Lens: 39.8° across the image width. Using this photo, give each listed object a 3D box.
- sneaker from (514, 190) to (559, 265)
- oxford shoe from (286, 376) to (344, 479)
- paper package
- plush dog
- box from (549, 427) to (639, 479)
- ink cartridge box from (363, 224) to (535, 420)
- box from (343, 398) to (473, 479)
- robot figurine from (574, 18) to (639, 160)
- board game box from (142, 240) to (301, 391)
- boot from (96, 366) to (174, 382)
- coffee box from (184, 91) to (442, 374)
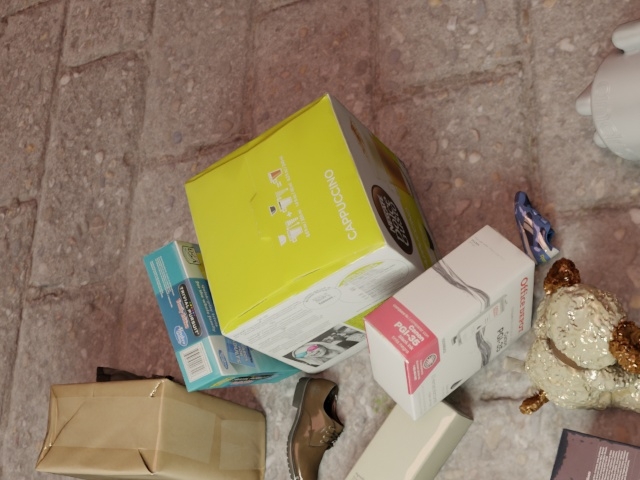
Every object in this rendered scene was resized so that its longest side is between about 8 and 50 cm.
[{"bbox_3d":[0.392,-0.026,1.609,0.059,0.053,0.144,-21,70,23],"label":"sneaker"},{"bbox_3d":[-0.007,0.370,1.665,0.096,0.083,0.227,-2,71,25],"label":"oxford shoe"},{"bbox_3d":[-0.316,0.385,1.694,0.309,0.325,0.168,-8,66,29],"label":"paper package"},{"bbox_3d":[0.404,0.158,1.384,0.210,0.225,0.262,-24,50,-23],"label":"plush dog"},{"bbox_3d":[0.454,0.360,1.350,0.158,0.156,0.093,8,74,33],"label":"box"},{"bbox_3d":[0.221,0.137,1.488,0.283,0.207,0.117,-35,53,-17],"label":"ink cartridge box"},{"bbox_3d":[0.141,0.392,1.560,0.113,0.094,0.275,36,91,35],"label":"box"},{"bbox_3d":[0.588,-0.235,1.440,0.200,0.300,0.353,-48,21,-21],"label":"robot figurine"},{"bbox_3d":[-0.171,0.143,1.664,0.079,0.336,0.254,-27,75,19],"label":"board game box"},{"bbox_3d":[-0.400,0.316,1.903,0.161,0.246,0.084,1,86,-15],"label":"boot"},{"bbox_3d":[0.000,0.000,1.654,0.338,0.334,0.338,-29,59,18],"label":"coffee box"}]
